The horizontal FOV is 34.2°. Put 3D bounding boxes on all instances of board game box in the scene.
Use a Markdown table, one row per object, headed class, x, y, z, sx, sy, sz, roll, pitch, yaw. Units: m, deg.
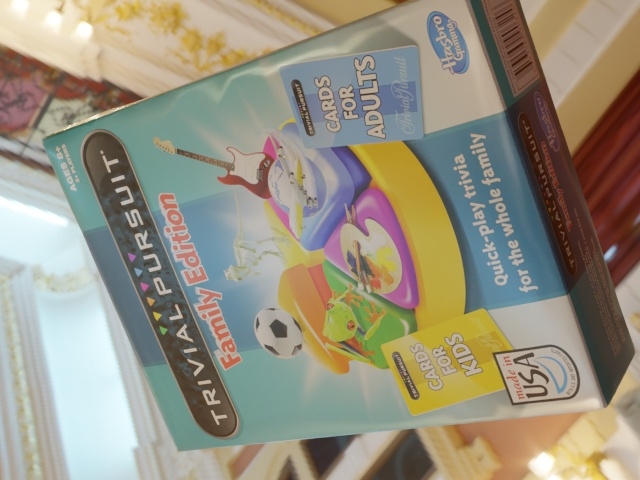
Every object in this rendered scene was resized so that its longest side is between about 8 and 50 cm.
| class | x | y | z | sx | sy | sz | roll | pitch | yaw |
| --- | --- | --- | --- | --- | --- | --- | --- | --- | --- |
| board game box | 0.000 | 0.000 | 0.682 | 0.079 | 0.336 | 0.254 | -37 | -70 | -54 |
